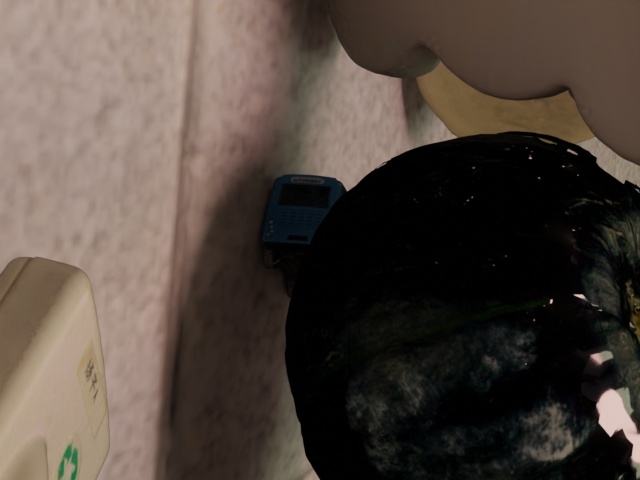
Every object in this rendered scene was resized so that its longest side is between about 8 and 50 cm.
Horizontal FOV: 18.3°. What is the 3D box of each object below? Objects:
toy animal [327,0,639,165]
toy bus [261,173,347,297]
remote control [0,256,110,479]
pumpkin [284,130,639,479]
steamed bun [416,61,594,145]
[{"bbox_3d":[0.164,-0.173,0.941,0.265,0.272,0.206,-29,128,-34],"label":"toy animal"},{"bbox_3d":[0.000,0.000,0.947,0.083,0.038,0.046,56,40,-68],"label":"toy bus"},{"bbox_3d":[-0.110,0.105,0.576,0.230,0.049,0.090,-67,160,-49],"label":"remote control"},{"bbox_3d":[0.086,0.064,0.864,0.233,0.163,0.233,40,35,-37],"label":"pumpkin"},{"bbox_3d":[0.150,-0.161,1.163,0.170,0.200,0.225,56,31,-15],"label":"steamed bun"}]
